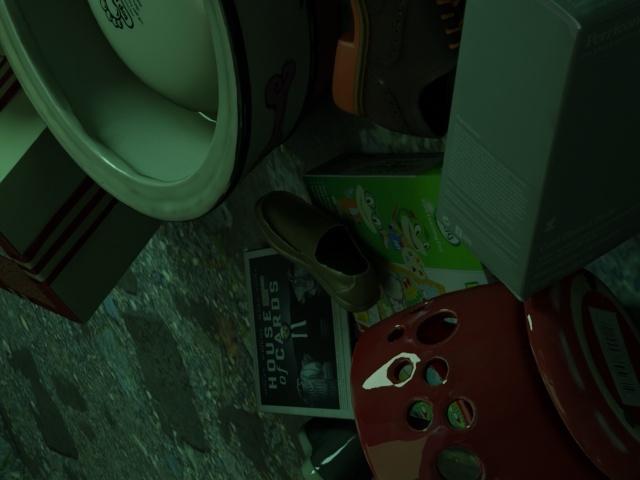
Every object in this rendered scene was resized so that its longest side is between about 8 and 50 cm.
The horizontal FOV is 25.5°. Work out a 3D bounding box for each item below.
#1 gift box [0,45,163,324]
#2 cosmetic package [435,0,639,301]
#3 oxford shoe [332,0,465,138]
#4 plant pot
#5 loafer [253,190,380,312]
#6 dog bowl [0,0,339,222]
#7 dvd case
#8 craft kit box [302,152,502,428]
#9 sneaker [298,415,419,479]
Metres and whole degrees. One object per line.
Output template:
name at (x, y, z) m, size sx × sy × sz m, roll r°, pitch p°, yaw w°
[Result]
gift box at (-0.325, -0.103, 1.579) m, size 0.276 × 0.258 × 0.255 m, roll 23°, pitch 156°, yaw 34°
cosmetic package at (0.158, -0.091, 0.908) m, size 0.107 × 0.127 × 0.238 m, roll 47°, pitch 152°, yaw 30°
oxford shoe at (0.076, -0.185, 1.038) m, size 0.098 × 0.097 × 0.271 m, roll 29°, pitch 147°, yaw 18°
plant pot at (0.141, 0.116, 1.024) m, size 0.174 × 0.191 × 0.191 m, roll -29°, pitch 88°, yaw 29°
loafer at (0.000, 0.000, 1.256) m, size 0.148 × 0.056 × 0.050 m, roll 40°, pitch 147°, yaw 21°
dog bowl at (-0.148, -0.230, 1.274) m, size 0.408 × 0.150 × 0.408 m, roll 34°, pitch 140°, yaw 34°
dvd case at (-0.015, 0.090, 1.448) m, size 0.238 × 0.029 × 0.179 m, roll -10°, pitch 84°, yaw 63°
craft kit box at (0.102, 0.047, 1.229) m, size 0.246 × 0.061 × 0.250 m, roll 2°, pitch 116°, yaw 59°
sneaker at (0.046, 0.202, 1.471) m, size 0.083 × 0.118 × 0.222 m, roll 46°, pitch -176°, yaw -7°
